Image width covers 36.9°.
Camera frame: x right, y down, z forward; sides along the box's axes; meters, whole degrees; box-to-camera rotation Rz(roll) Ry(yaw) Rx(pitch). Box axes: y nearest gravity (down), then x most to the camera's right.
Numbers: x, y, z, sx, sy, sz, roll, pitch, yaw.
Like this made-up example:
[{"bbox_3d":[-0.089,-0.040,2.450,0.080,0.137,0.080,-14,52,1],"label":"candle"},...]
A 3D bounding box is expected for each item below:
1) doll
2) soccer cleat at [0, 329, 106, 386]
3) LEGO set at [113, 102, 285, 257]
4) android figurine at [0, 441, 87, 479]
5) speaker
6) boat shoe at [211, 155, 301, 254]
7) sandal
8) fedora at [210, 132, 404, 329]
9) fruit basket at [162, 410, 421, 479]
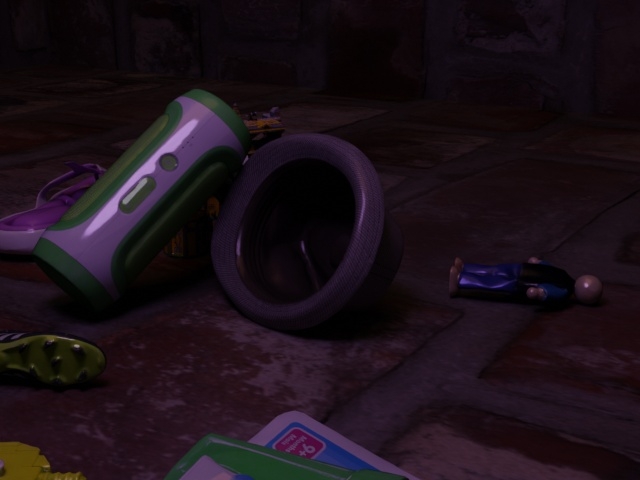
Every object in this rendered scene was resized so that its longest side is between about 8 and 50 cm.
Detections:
[{"bbox_3d":[0.266,0.051,1.232,0.189,0.046,0.129,5,19,17],"label":"doll"},{"bbox_3d":[-0.306,0.117,1.002,0.179,0.060,0.072,-1,16,7],"label":"soccer cleat"},{"bbox_3d":[-0.142,-0.109,1.496,0.331,0.192,0.255,-7,19,-20],"label":"LEGO set"},{"bbox_3d":[-0.318,0.207,0.722,0.273,0.056,0.248,-1,17,2],"label":"android figurine"},{"bbox_3d":[-0.220,-0.053,1.206,0.131,0.131,0.296,19,62,46],"label":"speaker"},{"bbox_3d":[-0.110,-0.050,1.322,0.079,0.254,0.095,-28,-9,-20],"label":"boat shoe"},{"bbox_3d":[-0.382,-0.074,1.536,0.169,0.102,0.416,3,17,8],"label":"sandal"},{"bbox_3d":[0.000,0.000,1.183,0.124,0.243,0.275,24,-5,-41],"label":"fedora"},{"bbox_3d":[0.028,0.235,0.382,0.353,0.165,0.327,21,44,31],"label":"fruit basket"}]
